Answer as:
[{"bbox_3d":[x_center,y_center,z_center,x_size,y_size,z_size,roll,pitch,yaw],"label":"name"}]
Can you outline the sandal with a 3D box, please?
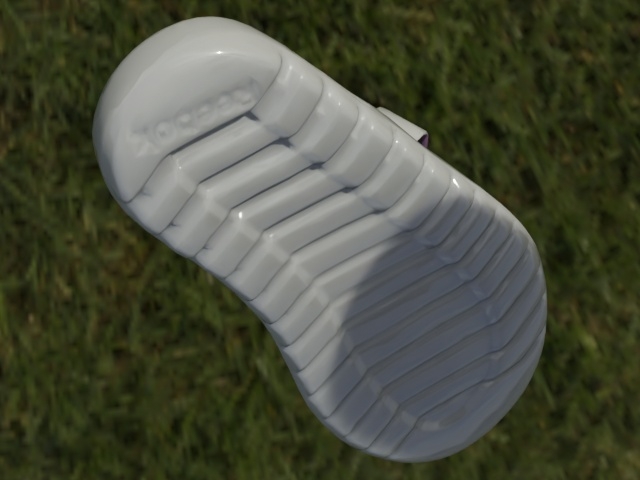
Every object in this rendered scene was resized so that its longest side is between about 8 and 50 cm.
[{"bbox_3d":[0.013,-0.009,1.137,0.169,0.102,0.416,-37,137,3],"label":"sandal"}]
